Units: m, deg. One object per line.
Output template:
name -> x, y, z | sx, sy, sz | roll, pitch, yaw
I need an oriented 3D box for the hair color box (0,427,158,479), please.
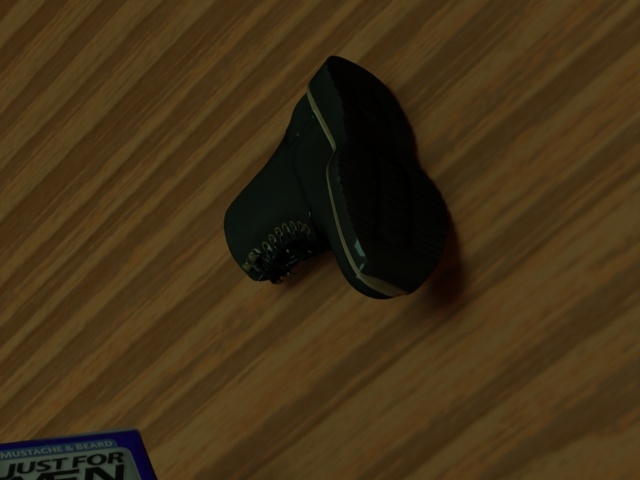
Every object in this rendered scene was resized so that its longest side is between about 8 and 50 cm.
hair color box -> -0.102, 0.271, 0.839 | 0.339, 0.110, 0.185 | -123, 34, -49

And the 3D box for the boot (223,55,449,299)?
boot -> 0.000, 0.000, 0.977 | 0.137, 0.077, 0.198 | -50, 24, 26
